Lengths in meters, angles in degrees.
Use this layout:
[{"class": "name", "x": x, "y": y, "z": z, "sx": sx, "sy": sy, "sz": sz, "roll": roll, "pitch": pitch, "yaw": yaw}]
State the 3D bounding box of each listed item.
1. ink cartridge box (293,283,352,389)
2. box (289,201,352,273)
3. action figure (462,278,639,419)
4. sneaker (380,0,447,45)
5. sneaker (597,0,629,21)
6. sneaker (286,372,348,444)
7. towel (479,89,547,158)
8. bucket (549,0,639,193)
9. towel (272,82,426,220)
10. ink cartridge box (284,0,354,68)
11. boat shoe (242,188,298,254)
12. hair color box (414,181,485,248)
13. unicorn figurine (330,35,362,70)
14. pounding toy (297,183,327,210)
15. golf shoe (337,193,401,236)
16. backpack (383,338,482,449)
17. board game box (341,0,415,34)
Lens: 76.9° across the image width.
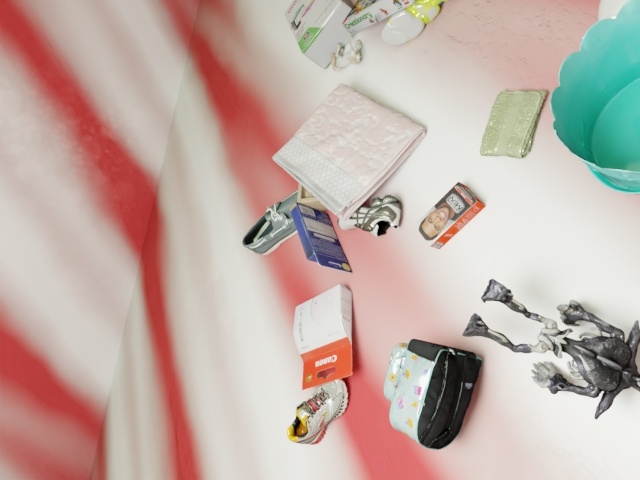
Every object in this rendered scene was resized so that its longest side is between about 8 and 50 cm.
[{"class": "ink cartridge box", "x": 0.001, "y": 0.253, "z": 1.066, "sx": 0.189, "sy": 0.066, "sz": 0.232, "roll": -32, "pitch": 36, "yaw": 36}, {"class": "box", "x": 0.000, "y": 0.000, "z": 1.128, "sx": 0.036, "sy": 0.136, "sz": 0.225, "roll": -44, "pitch": 49, "yaw": 28}, {"class": "action figure", "x": 0.391, "y": 0.168, "z": 0.658, "sx": 0.276, "sy": 0.141, "sz": 0.164, "roll": 27, "pitch": 90, "yaw": 22}, {"class": "sneaker", "x": 0.269, "y": -0.642, "z": 1.099, "sx": 0.240, "sy": 0.091, "sz": 0.126, "roll": -26, "pitch": 41, "yaw": 40}, {"class": "sneaker", "x": 0.562, "y": -0.499, "z": 0.711, "sx": 0.090, "sy": 0.095, "sz": 0.235, "roll": 35, "pitch": 105, "yaw": 45}, {"class": "sneaker", "x": -0.007, "y": 0.436, "z": 1.030, "sx": 0.088, "sy": 0.093, "sz": 0.225, "roll": 40, "pitch": 106, "yaw": 47}, {"class": "towel", "x": 0.402, "y": -0.247, "z": 0.853, "sx": 0.110, "sy": 0.027, "sz": 0.148, "roll": 19, "pitch": 92, "yaw": 49}, {"class": "bucket", "x": 0.513, "y": -0.202, "z": 0.602, "sx": 0.281, "sy": 0.183, "sz": 0.281, "roll": -18, "pitch": 64, "yaw": 43}, {"class": "towel", "x": 0.062, "y": -0.258, "z": 1.104, "sx": 0.317, "sy": 0.053, "sz": 0.332, "roll": -47, "pitch": 57, "yaw": 0}, {"class": "ink cartridge box", "x": 0.003, "y": -0.766, "z": 1.384, "sx": 0.201, "sy": 0.117, "sz": 0.278, "roll": -42, "pitch": 50, "yaw": 31}, {"class": "boat shoe", "x": -0.142, "y": -0.064, "z": 1.331, "sx": 0.319, "sy": 0.099, "sz": 0.116, "roll": -43, "pitch": 50, "yaw": 30}, {"class": "hair color box", "x": 0.287, "y": -0.054, "z": 0.904, "sx": 0.141, "sy": 0.043, "sz": 0.072, "roll": -50, "pitch": 48, "yaw": 25}, {"class": "unicorn figurine", "x": 0.092, "y": -0.593, "z": 1.287, "sx": 0.162, "sy": 0.060, "sz": 0.111, "roll": -25, "pitch": 59, "yaw": 59}, {"class": "pounding toy", "x": 0.049, "y": -0.189, "z": 1.177, "sx": 0.206, "sy": 0.094, "sz": 0.180, "roll": -5, "pitch": 71, "yaw": 29}, {"class": "golf shoe", "x": 0.121, "y": -0.048, "z": 1.058, "sx": 0.198, "sy": 0.077, "sz": 0.093, "roll": -22, "pitch": 63, "yaw": 43}, {"class": "backpack", "x": 0.210, "y": 0.294, "z": 0.784, "sx": 0.144, "sy": 0.166, "sz": 0.188, "roll": 0, "pitch": 74, "yaw": 50}, {"class": "board game box", "x": 0.197, "y": -0.700, "z": 1.118, "sx": 0.193, "sy": 0.053, "sz": 0.305, "roll": -57, "pitch": 28, "yaw": -5}]
